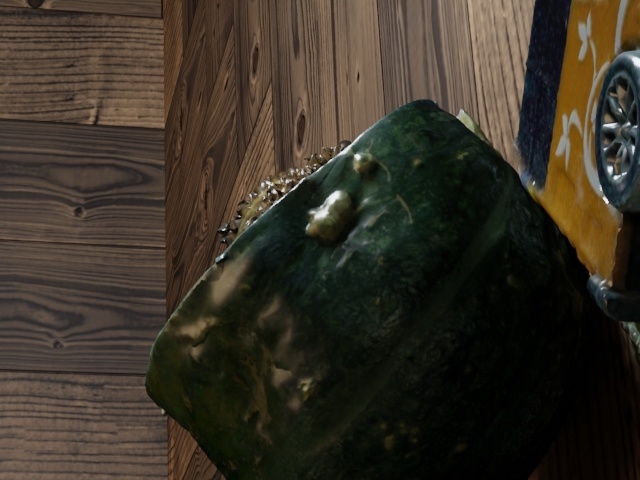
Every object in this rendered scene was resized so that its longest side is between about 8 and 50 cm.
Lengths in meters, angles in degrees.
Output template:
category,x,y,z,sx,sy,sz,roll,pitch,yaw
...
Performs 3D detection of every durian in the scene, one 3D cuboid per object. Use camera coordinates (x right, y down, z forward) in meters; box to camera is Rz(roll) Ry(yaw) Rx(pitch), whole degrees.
category,x,y,z,sx,sy,sz,roll,pitch,yaw
durian,0.000,0.000,1.526,0.196,0.167,0.196,-38,40,41

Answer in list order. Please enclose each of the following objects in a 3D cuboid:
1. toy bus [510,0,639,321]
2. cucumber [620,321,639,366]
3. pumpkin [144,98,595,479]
category,x,y,z,sx,sy,sz,roll,pitch,yaw
toy bus,0.178,-0.145,0.660,0.194,0.162,0.323,-111,25,-69
cucumber,0.172,0.003,0.877,0.293,0.067,0.067,-101,18,-51
pumpkin,0.057,0.074,1.030,0.263,0.197,0.293,-46,-14,2
